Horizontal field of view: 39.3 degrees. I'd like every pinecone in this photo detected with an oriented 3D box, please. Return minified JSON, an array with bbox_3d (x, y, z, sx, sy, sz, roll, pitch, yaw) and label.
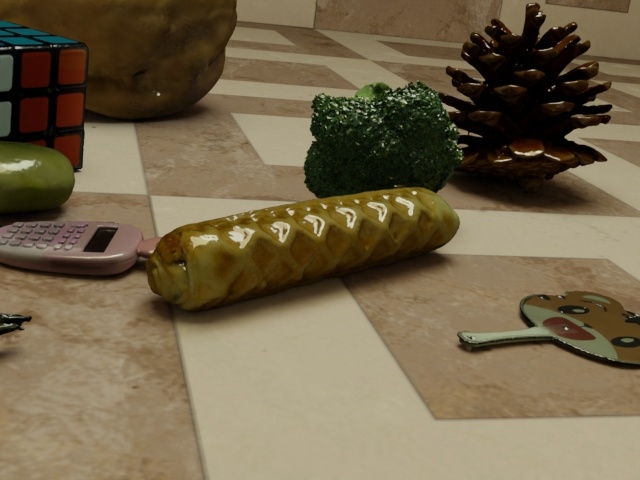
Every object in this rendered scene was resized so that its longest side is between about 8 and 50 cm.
[{"bbox_3d":[0.287,-0.197,1.256,0.264,0.264,0.264,6,19,-2],"label":"pinecone"}]

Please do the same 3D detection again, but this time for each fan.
[{"bbox_3d":[0.216,0.080,0.785,0.227,0.008,0.152,-3,22,-29],"label":"fan"}]

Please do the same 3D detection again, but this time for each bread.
[{"bbox_3d":[-0.001,0.001,0.836,0.368,0.077,0.084,-10,29,-43],"label":"bread"}]

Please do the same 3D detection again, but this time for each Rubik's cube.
[{"bbox_3d":[-0.384,-0.163,1.040,0.162,0.163,0.161,23,24,29],"label":"Rubik's cube"}]

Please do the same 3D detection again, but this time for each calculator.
[{"bbox_3d":[-0.220,0.005,0.819,0.166,0.024,0.103,4,18,-2],"label":"calculator"}]

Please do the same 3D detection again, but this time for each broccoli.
[{"bbox_3d":[0.071,-0.105,1.008,0.195,0.195,0.156,8,49,1],"label":"broccoli"}]

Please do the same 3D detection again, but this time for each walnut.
[{"bbox_3d":[-0.325,-0.362,1.418,0.384,0.383,0.383,6,19,-2],"label":"walnut"}]

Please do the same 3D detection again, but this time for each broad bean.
[{"bbox_3d":[-0.337,-0.069,0.898,0.175,0.082,0.124,-3,19,-23],"label":"broad bean"}]

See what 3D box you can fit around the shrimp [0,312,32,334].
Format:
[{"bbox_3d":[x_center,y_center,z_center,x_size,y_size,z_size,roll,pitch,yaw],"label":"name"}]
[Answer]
[{"bbox_3d":[-0.348,0.046,0.612,0.262,0.051,0.198,-9,24,-31],"label":"shrimp"}]
